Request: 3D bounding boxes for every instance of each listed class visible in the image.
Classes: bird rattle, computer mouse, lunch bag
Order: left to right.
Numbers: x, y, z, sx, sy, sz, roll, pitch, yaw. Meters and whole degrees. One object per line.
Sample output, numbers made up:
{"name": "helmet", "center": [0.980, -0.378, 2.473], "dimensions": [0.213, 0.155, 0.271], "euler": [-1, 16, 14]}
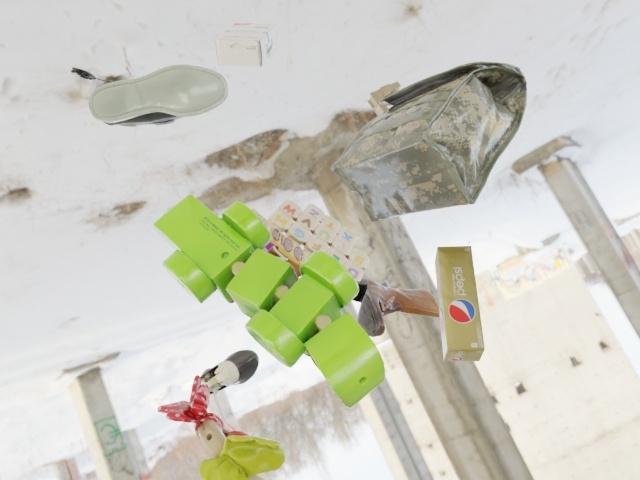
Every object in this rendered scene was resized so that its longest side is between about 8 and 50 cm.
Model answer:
{"name": "computer mouse", "center": [-0.591, -0.426, 1.517], "dimensions": [0.242, 0.071, 0.041], "euler": [7, 106, -63]}
{"name": "bird rattle", "center": [-0.177, 0.375, 0.984], "dimensions": [0.143, 0.253, 0.207], "euler": [-48, 136, -20]}
{"name": "lunch bag", "center": [0.197, -0.190, 0.948], "dimensions": [0.235, 0.169, 0.287], "euler": [-9, -143, 53]}

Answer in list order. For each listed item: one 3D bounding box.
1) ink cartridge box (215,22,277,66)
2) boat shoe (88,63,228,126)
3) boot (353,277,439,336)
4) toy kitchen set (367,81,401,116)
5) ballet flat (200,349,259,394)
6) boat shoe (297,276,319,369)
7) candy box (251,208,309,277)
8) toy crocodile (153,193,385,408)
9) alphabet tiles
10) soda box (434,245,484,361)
{"name": "ink cartridge box", "center": [-0.249, -0.675, 1.879], "dimensions": [0.158, 0.092, 0.218], "euler": [5, -146, 10]}
{"name": "boat shoe", "center": [-0.343, -0.312, 1.193], "dimensions": [0.302, 0.115, 0.091], "euler": [-3, -177, 3]}
{"name": "boot", "center": [0.242, 0.218, 1.668], "dimensions": [0.280, 0.096, 0.264], "euler": [12, -162, -17]}
{"name": "toy kitchen set", "center": [0.166, -0.329, 1.341], "dimensions": [0.083, 0.075, 0.068], "euler": [-28, 163, -18]}
{"name": "ballet flat", "center": [-0.214, 0.300, 1.209], "dimensions": [0.203, 0.074, 0.074], "euler": [-32, 166, 39]}
{"name": "boat shoe", "center": [0.002, 0.140, 0.865], "dimensions": [0.073, 0.207, 0.073], "euler": [-43, 175, 41]}
{"name": "candy box", "center": [-0.123, 0.024, 1.242], "dimensions": [0.109, 0.053, 0.186], "euler": [-34, 120, 31]}
{"name": "toy crocodile", "center": [-0.067, 0.052, 0.615], "dimensions": [0.115, 0.340, 0.105], "euler": [-47, 149, -20]}
{"name": "alphabet tiles", "center": [0.000, 0.000, 1.435], "dimensions": [0.021, 0.284, 0.278], "euler": [-54, -179, 33]}
{"name": "soda box", "center": [0.222, 0.100, 0.886], "dimensions": [0.058, 0.181, 0.061], "euler": [-2, 150, 5]}
